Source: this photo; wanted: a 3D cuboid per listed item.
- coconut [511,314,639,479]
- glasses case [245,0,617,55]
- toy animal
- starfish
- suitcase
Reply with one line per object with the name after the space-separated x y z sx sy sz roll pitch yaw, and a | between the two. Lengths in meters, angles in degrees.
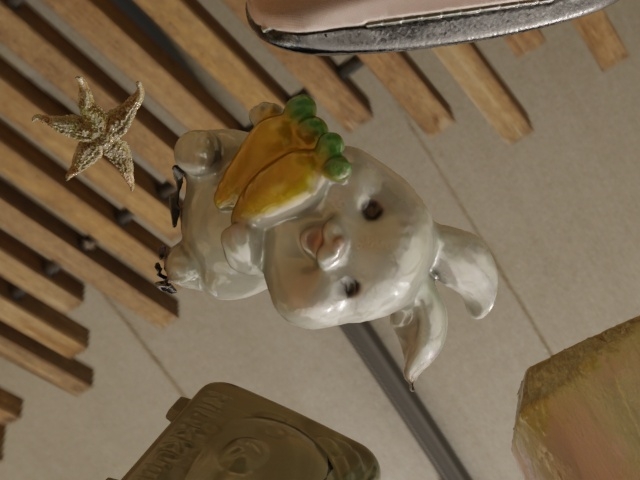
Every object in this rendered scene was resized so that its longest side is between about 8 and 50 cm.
0.404 0.273 1.135 0.297 0.297 0.310 -31 -108 20 | coconut
0.095 -0.206 0.719 0.314 0.075 0.122 -9 -141 -4 | glasses case
-0.004 0.000 0.849 0.309 0.247 0.183 12 -109 33 | toy animal
-0.152 -0.075 0.631 0.092 0.086 0.016 -41 -151 15 | starfish
-0.060 0.324 0.992 0.351 0.339 0.194 -48 159 -64 | suitcase
